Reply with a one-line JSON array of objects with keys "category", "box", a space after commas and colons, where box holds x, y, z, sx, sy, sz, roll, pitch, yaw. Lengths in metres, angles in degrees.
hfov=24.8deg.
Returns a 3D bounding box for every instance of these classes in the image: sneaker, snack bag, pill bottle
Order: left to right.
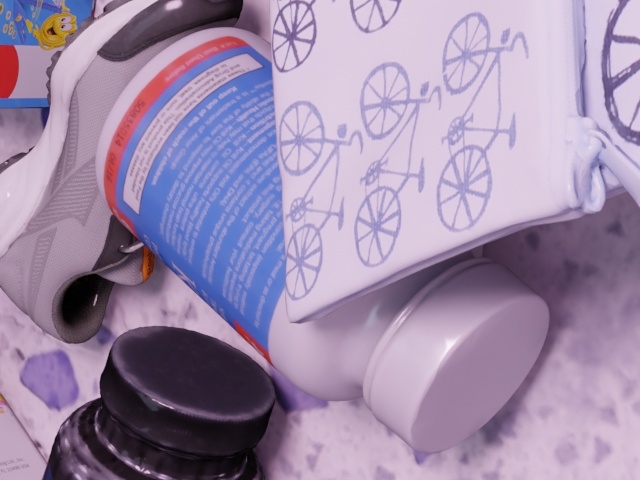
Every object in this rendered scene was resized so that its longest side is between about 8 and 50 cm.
[{"category": "sneaker", "box": [-0.110, -0.046, 0.829, 0.108, 0.100, 0.271, 49, 129, 14]}, {"category": "pill bottle", "box": [-0.102, 0.164, 0.817, 0.123, 0.123, 0.219, 34, 115, 33]}, {"category": "pill bottle", "box": [0.000, 0.000, 0.712, 0.221, 0.124, 0.124, 41, 119, 31]}, {"category": "snack bag", "box": [0.088, -0.157, 0.545, 0.342, 0.037, 0.323, -22, 64, 47]}]

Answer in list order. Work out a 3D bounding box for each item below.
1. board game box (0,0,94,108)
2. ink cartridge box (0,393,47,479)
[{"category": "board game box", "box": [-0.264, -0.262, 0.934, 0.308, 0.086, 0.302, 20, 107, 37]}, {"category": "ink cartridge box", "box": [-0.296, 0.182, 0.951, 0.233, 0.171, 0.168, 51, 123, 25]}]
